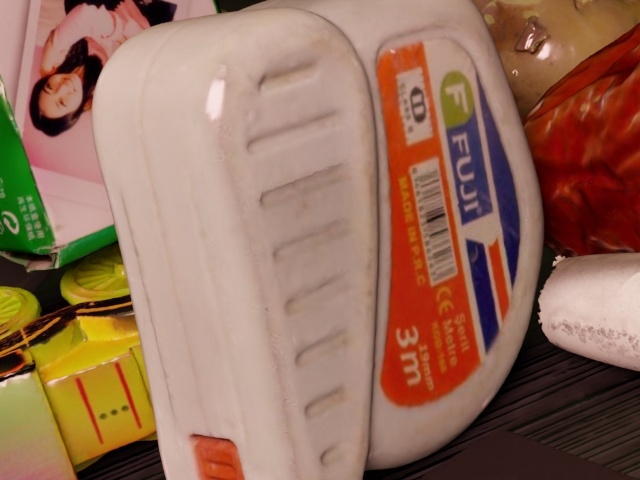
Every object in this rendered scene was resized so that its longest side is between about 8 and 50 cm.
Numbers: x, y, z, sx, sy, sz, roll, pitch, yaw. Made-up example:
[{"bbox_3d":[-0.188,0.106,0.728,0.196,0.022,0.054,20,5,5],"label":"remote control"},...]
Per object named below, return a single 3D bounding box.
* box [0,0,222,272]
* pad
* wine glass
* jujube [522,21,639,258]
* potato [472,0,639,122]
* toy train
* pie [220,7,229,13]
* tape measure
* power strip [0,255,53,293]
[{"bbox_3d":[-0.150,-0.123,0.886,0.180,0.250,0.103,-26,17,-37],"label":"box"},{"bbox_3d":[0.055,0.133,0.670,0.157,0.003,0.112,-28,20,-25],"label":"pad"},{"bbox_3d":[0.199,0.041,0.695,0.074,0.074,0.262,-30,19,-29],"label":"wine glass"},{"bbox_3d":[0.219,-0.059,0.795,0.255,0.190,0.190,-11,19,42],"label":"jujube"},{"bbox_3d":[0.116,-0.109,1.034,0.262,0.165,0.165,-4,23,29],"label":"potato"},{"bbox_3d":[-0.103,0.061,0.883,0.296,0.100,0.160,-22,26,-13],"label":"toy train"},{"bbox_3d":[-0.125,-0.098,1.105,0.277,0.277,0.078,-2,60,41],"label":"pie"},{"bbox_3d":[-0.001,0.000,0.750,0.125,0.243,0.246,2,17,44],"label":"tape measure"},{"bbox_3d":[-0.247,0.024,1.002,0.261,0.141,0.229,-50,-9,-26],"label":"power strip"}]
